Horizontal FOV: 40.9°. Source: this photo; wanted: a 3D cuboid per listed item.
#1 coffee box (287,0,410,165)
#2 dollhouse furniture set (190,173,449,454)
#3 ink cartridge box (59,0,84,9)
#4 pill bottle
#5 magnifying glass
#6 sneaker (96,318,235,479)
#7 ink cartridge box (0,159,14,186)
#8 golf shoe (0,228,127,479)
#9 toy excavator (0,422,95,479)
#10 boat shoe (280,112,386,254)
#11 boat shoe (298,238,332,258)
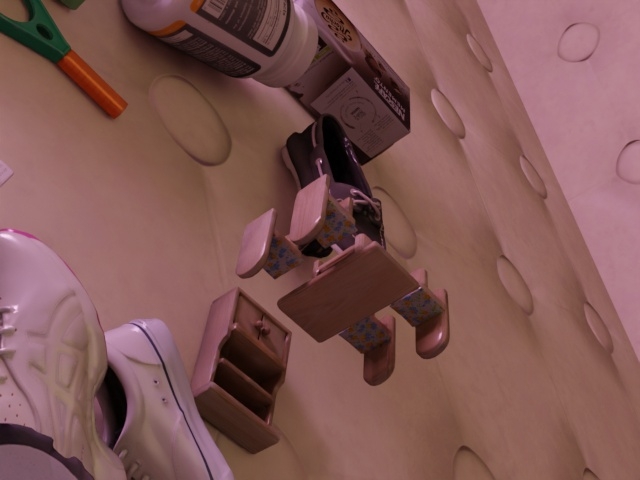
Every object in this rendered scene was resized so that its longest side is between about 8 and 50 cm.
[{"bbox_3d":[0.027,-0.302,1.529,0.297,0.118,0.168,44,29,-25],"label":"coffee box"},{"bbox_3d":[-0.013,0.096,0.921,0.212,0.242,0.161,43,31,-26],"label":"dollhouse furniture set"},{"bbox_3d":[-0.368,-0.446,1.027,0.278,0.117,0.201,33,36,-38],"label":"ink cartridge box"},{"bbox_3d":[-0.137,-0.331,1.245,0.278,0.162,0.162,20,46,-51],"label":"pill bottle"},{"bbox_3d":[-0.316,-0.233,0.996,0.231,0.026,0.092,47,29,-22],"label":"magnifying glass"},{"bbox_3d":[-0.150,0.199,0.779,0.091,0.094,0.258,-13,69,-40],"label":"sneaker"},{"bbox_3d":[-0.361,-0.092,0.704,0.198,0.067,0.115,48,13,-18],"label":"ink cartridge box"},{"bbox_3d":[-0.233,0.118,0.651,0.140,0.115,0.306,33,33,-64],"label":"golf shoe"},{"bbox_3d":[-0.340,0.086,0.460,0.445,0.222,0.433,44,28,-9],"label":"toy excavator"},{"bbox_3d":[0.028,-0.079,1.231,0.112,0.095,0.335,30,20,-35],"label":"boat shoe"},{"bbox_3d":[0.000,0.000,1.244,0.049,0.056,0.152,54,27,3],"label":"boat shoe"}]
